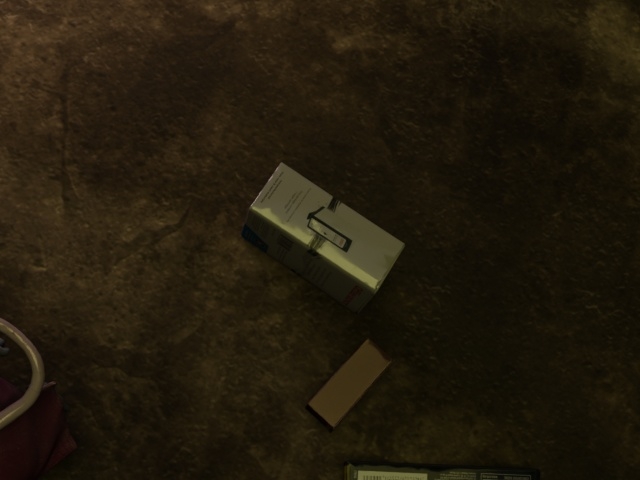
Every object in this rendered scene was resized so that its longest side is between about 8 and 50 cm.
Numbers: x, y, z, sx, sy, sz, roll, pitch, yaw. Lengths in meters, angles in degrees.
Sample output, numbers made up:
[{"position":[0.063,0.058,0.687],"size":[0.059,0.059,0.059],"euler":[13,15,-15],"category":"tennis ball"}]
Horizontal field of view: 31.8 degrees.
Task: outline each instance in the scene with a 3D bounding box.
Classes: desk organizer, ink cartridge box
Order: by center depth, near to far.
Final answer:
[{"position":[0.000,0.000,1.552],"size":[0.203,0.148,0.086],"euler":[33,73,0],"category":"ink cartridge box"},{"position":[0.040,0.200,1.561],"size":[0.050,0.047,0.130],"euler":[42,75,6],"category":"desk organizer"}]

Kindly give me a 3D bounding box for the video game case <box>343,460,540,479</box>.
[{"position":[0.164,0.431,1.528],"size":[0.275,0.035,0.248],"euler":[4,76,-7],"category":"video game case"}]

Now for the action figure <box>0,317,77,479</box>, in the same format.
[{"position":[-0.445,0.311,1.367],"size":[0.248,0.276,0.370],"euler":[35,61,-4],"category":"action figure"}]
